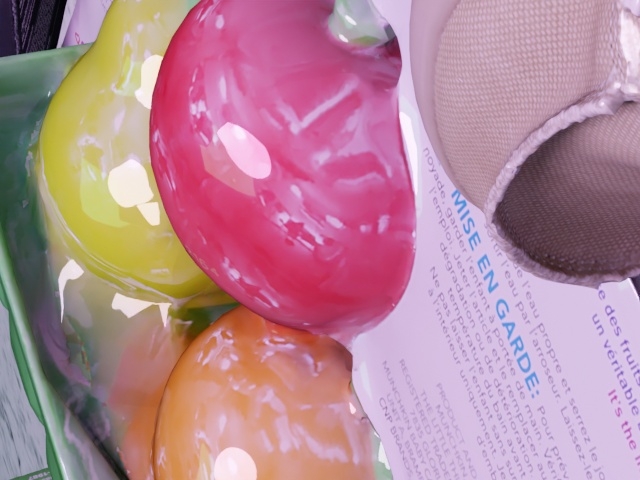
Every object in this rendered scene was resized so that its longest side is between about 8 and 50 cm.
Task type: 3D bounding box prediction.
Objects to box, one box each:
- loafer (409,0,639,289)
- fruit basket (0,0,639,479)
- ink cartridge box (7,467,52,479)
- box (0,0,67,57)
[{"bbox_3d":[0.086,-0.040,0.339,0.268,0.102,0.092,118,141,-67],"label":"loafer"},{"bbox_3d":[0.000,0.000,0.660,0.353,0.165,0.327,-46,59,54],"label":"fruit basket"},{"bbox_3d":[-0.054,0.179,0.929,0.208,0.153,0.087,-129,28,-58],"label":"ink cartridge box"},{"bbox_3d":[-0.157,-0.192,0.864,0.184,0.103,0.261,101,176,-52],"label":"box"}]
